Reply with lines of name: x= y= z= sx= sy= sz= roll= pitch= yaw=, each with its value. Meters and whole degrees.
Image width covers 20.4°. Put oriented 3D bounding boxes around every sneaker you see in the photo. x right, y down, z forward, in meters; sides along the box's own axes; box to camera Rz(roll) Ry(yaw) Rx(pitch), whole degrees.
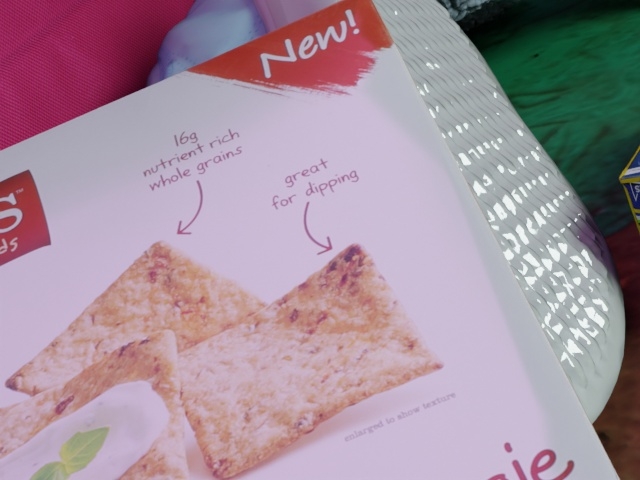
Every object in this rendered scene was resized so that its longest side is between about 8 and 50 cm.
sneaker: x=0.000 y=0.000 z=0.643 sx=0.150 sy=0.135 sz=0.366 roll=-50 pitch=19 yaw=18

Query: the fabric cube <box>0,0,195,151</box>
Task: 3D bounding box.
fabric cube: x=-0.212 y=-0.068 z=0.800 sx=0.254 sy=0.259 sz=0.258 roll=-15 pitch=20 yaw=25

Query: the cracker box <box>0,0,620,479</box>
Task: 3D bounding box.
cracker box: x=-0.017 y=0.065 z=0.389 sx=0.155 sy=0.067 sz=0.232 roll=-24 pitch=49 yaw=1

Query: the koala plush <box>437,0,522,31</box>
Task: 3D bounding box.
koala plush: x=0.118 y=-0.193 z=0.854 sx=0.221 sy=0.196 sz=0.203 roll=-10 pitch=19 yaw=9

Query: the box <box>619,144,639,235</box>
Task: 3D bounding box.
box: x=0.161 y=-0.042 z=0.617 sx=0.059 sy=0.054 sz=0.169 roll=-9 pitch=25 yaw=33
